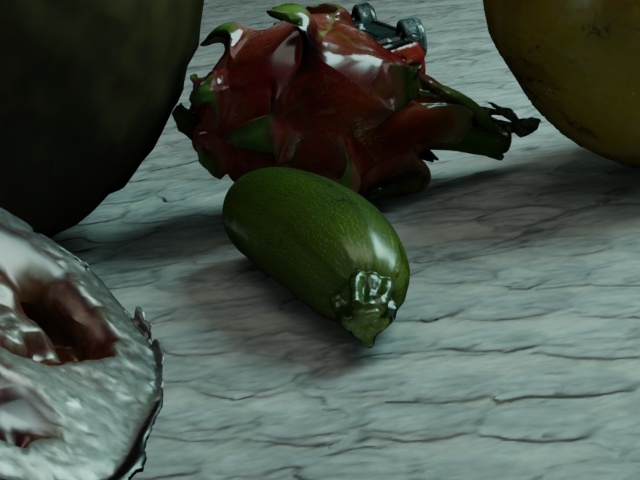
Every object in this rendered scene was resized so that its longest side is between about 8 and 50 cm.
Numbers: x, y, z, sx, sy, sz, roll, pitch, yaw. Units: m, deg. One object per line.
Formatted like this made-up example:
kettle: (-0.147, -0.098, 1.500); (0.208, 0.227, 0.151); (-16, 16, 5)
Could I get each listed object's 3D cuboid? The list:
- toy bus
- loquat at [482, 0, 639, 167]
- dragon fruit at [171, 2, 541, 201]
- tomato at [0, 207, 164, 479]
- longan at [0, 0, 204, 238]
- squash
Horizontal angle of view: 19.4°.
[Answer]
toy bus: (0.023, -0.125, 1.422); (0.081, 0.089, 0.195); (-14, 15, -12)
loquat: (0.216, -0.158, 1.159); (0.235, 0.235, 0.235); (-10, 15, 3)
dragon fruit: (0.024, -0.081, 1.211); (0.236, 0.135, 0.137); (9, 11, 4)
tomato: (-0.160, 0.081, 0.663); (0.180, 0.155, 0.214); (28, 16, 3)
longan: (-0.262, -0.179, 1.228); (0.391, 0.391, 0.391); (-10, 15, 3)
squash: (0.000, 0.000, 1.033); (0.066, 0.066, 0.252); (-15, 17, -16)
